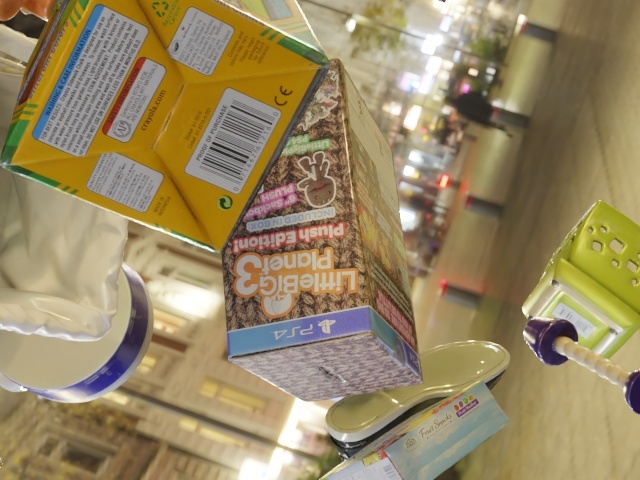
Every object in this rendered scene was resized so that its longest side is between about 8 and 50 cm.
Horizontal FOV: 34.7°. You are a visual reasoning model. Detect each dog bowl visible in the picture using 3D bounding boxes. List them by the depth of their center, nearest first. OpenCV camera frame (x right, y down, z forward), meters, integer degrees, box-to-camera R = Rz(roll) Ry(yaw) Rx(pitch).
[{"bbox_3d":[-0.420,0.131,1.704,0.104,0.265,0.265,60,-133,-68],"label":"dog bowl"}]

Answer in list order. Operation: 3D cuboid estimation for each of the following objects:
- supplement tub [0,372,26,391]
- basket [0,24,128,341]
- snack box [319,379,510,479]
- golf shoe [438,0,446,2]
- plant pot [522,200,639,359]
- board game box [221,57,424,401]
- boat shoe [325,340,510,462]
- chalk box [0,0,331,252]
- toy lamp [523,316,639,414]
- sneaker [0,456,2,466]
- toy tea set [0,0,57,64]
[{"bbox_3d":[-0.607,0.222,2.432,0.325,0.235,0.235,-5,-60,-46],"label":"supplement tub"},{"bbox_3d":[-0.427,-0.064,1.221,0.328,0.266,0.331,18,-104,-44],"label":"basket"},{"bbox_3d":[0.115,0.270,1.305,0.174,0.070,0.207,-28,-10,-31],"label":"snack box"},{"bbox_3d":[0.193,-0.343,1.199,0.306,0.140,0.115,-21,-21,-38],"label":"golf shoe"},{"bbox_3d":[0.543,0.099,2.009,0.207,0.228,0.227,-44,-14,-32],"label":"plant pot"},{"bbox_3d":[0.000,0.000,1.075,0.232,0.141,0.291,48,-146,-64],"label":"board game box"},{"bbox_3d":[0.168,0.275,1.686,0.340,0.127,0.113,-25,-57,-26],"label":"boat shoe"},{"bbox_3d":[-0.132,-0.154,0.838,0.180,0.179,0.289,-59,23,19],"label":"chalk box"},{"bbox_3d":[0.398,0.176,1.528,0.275,0.080,0.080,29,102,65],"label":"toy lamp"},{"bbox_3d":[-0.718,0.428,1.980,0.101,0.153,0.268,-42,3,-1],"label":"sneaker"},{"bbox_3d":[-0.556,-0.364,1.637,0.200,0.124,0.336,-59,-13,23],"label":"toy tea set"}]
